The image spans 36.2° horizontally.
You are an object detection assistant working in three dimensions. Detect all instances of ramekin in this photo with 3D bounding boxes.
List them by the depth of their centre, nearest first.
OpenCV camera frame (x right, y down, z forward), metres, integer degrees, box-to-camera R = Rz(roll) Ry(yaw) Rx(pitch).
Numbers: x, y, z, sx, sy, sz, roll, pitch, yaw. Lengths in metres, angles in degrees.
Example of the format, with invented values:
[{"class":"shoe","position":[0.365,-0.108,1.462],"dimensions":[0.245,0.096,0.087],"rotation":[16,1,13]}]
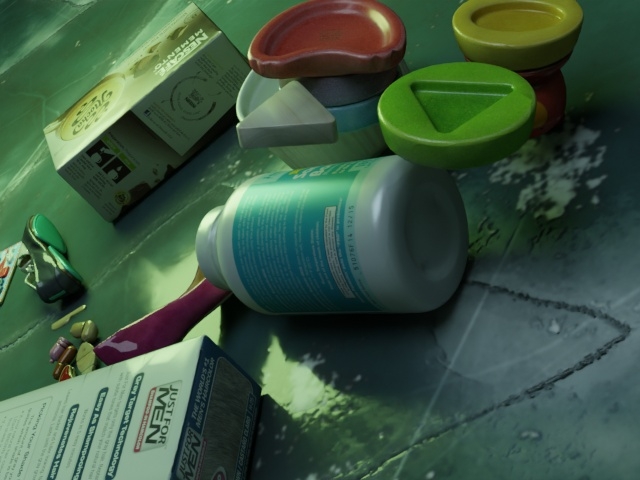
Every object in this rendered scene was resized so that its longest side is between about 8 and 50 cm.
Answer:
[{"class":"ramekin","position":[0.013,-0.170,1.162],"dimensions":[0.207,0.109,0.207],"rotation":[-24,38,21]}]

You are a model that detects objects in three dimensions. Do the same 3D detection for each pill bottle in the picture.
[{"class":"pill bottle","position":[0.000,0.000,0.957],"dimensions":[0.264,0.146,0.146],"rotation":[-4,49,39]}]

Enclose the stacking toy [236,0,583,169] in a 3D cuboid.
[{"class":"stacking toy","position":[0.082,-0.118,0.921],"dimensions":[0.309,0.130,0.279],"rotation":[4,40,16]}]

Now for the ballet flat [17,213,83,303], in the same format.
[{"class":"ballet flat","position":[-0.386,0.028,1.356],"dimensions":[0.074,0.074,0.203],"rotation":[-42,37,-2]}]

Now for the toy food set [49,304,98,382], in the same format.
[{"class":"toy food set","position":[-0.302,0.140,1.199],"dimensions":[0.078,0.019,0.122],"rotation":[-31,44,14]}]

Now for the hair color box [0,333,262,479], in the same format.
[{"class":"hair color box","position":[-0.235,0.229,0.963],"dimensions":[0.347,0.105,0.174],"rotation":[-20,40,27]}]

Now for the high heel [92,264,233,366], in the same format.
[{"class":"high heel","position":[-0.155,0.049,1.065],"dimensions":[0.082,0.117,0.244],"rotation":[-38,29,56]}]

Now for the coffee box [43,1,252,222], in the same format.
[{"class":"coffee box","position":[-0.239,-0.187,1.405],"dimensions":[0.297,0.119,0.168],"rotation":[-39,34,2]}]

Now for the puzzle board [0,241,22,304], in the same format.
[{"class":"puzzle board","position":[-0.498,0.061,1.471],"dimensions":[0.096,0.011,0.128],"rotation":[-22,38,24]}]
